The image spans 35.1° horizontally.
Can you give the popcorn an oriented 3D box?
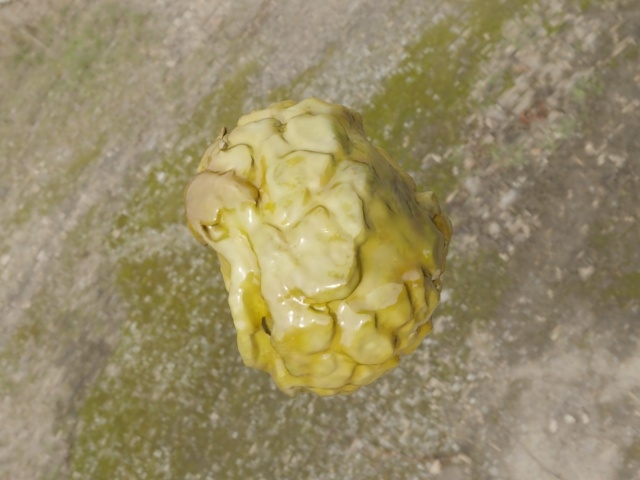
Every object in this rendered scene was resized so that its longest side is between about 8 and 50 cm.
[{"bbox_3d":[0.000,0.000,0.851,0.190,0.250,0.250,-26,40,32],"label":"popcorn"}]
